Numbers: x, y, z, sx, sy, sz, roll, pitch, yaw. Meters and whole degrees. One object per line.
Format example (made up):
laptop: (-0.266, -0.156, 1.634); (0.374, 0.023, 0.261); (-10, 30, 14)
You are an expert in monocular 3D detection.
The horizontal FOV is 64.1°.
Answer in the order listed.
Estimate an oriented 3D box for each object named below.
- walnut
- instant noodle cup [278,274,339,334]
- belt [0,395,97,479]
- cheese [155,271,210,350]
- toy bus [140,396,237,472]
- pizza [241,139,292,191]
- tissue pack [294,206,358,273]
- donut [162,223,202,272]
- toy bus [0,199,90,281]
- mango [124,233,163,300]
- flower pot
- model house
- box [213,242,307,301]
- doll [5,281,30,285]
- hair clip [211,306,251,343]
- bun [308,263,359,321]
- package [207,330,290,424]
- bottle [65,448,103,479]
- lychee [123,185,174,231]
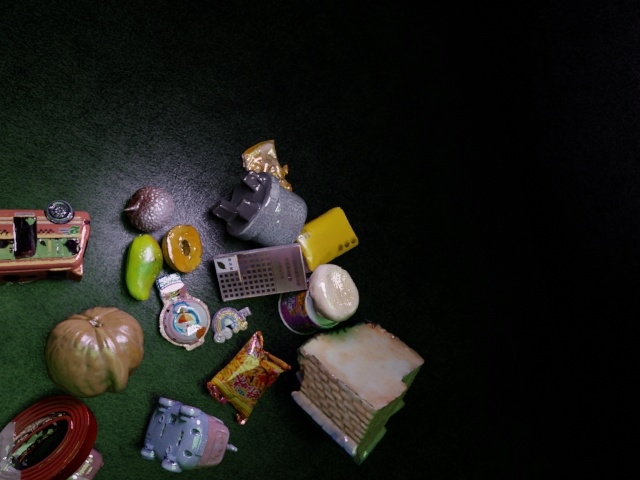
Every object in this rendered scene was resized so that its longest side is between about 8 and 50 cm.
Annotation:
walnut: (-0.701, 0.353, 1.604); (0.296, 0.285, 0.285); (-33, 99, -49)
instant noodle cup: (-0.018, 0.255, 2.049); (0.252, 0.190, 0.250); (5, 79, -29)
belt: (-0.830, 0.620, 1.521); (0.227, 0.115, 0.324); (37, 62, 16)
cheese: (-0.502, 0.255, 1.843); (0.189, 0.074, 0.285); (-21, 92, -32)
toy bus: (-0.437, 0.657, 1.710); (0.232, 0.294, 0.197); (31, 65, -41)
pizza: (-0.207, -0.262, 2.097); (0.189, 0.071, 0.296); (-22, 93, -31)
tissue pack: (0.000, 0.000, 2.134); (0.271, 0.134, 0.192); (-30, 96, -30)
donut: (-0.507, 0.031, 1.857); (0.162, 0.066, 0.178); (10, 76, -56)
toy bus: (-0.932, 0.014, 1.548); (0.428, 0.203, 0.232); (-1, 74, -29)
mango: (-0.616, 0.095, 1.784); (0.126, 0.111, 0.232); (2, 79, -23)
flower pot: (-0.238, -0.122, 1.955); (0.283, 0.299, 0.298); (29, 68, -36)
model house: (0.122, 0.592, 1.992); (0.446, 0.395, 0.399); (-17, 130, -51)
box: (-0.223, 0.120, 1.923); (0.325, 0.047, 0.180); (-9, 105, 0)
doll: (-0.956, 0.118, 1.630); (0.114, 0.039, 0.057); (9, 53, -23)
hair clip: (-0.346, 0.308, 1.944); (0.172, 0.049, 0.116); (-28, 82, -22)
bun: (0.039, 0.202, 1.903); (0.231, 0.133, 0.230); (30, 44, -34)
package: (-0.268, 0.514, 1.918); (0.288, 0.108, 0.223); (-44, 109, -20)
bottle: (-0.783, 0.762, 1.575); (0.120, 0.120, 0.253); (41, 64, -18)
lychee: (-0.602, -0.112, 1.793); (0.197, 0.165, 0.165); (17, 71, -61)
